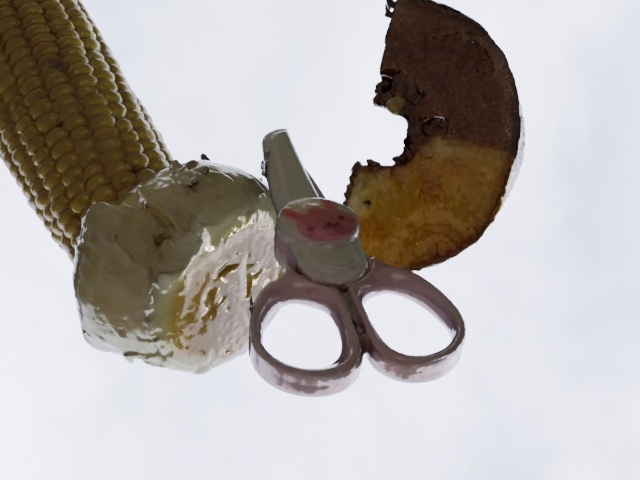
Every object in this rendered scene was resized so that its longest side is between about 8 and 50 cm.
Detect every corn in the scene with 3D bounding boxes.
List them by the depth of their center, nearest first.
[{"bbox_3d":[-0.234,-0.122,0.804,0.144,0.144,0.387,-36,-110,-3],"label":"corn"}]

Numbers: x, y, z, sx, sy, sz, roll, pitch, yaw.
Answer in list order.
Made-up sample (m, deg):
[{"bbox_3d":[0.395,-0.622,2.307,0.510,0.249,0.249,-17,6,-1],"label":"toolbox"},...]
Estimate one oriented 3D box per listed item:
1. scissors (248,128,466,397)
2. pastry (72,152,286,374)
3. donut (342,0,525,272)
[{"bbox_3d":[0.000,0.000,0.547,0.118,0.031,0.242,-4,-144,-14],"label":"scissors"},{"bbox_3d":[-0.090,0.018,0.628,0.088,0.166,0.166,28,-100,36],"label":"pastry"},{"bbox_3d":[0.093,-0.069,0.705,0.141,0.085,0.217,22,-81,25],"label":"donut"}]
